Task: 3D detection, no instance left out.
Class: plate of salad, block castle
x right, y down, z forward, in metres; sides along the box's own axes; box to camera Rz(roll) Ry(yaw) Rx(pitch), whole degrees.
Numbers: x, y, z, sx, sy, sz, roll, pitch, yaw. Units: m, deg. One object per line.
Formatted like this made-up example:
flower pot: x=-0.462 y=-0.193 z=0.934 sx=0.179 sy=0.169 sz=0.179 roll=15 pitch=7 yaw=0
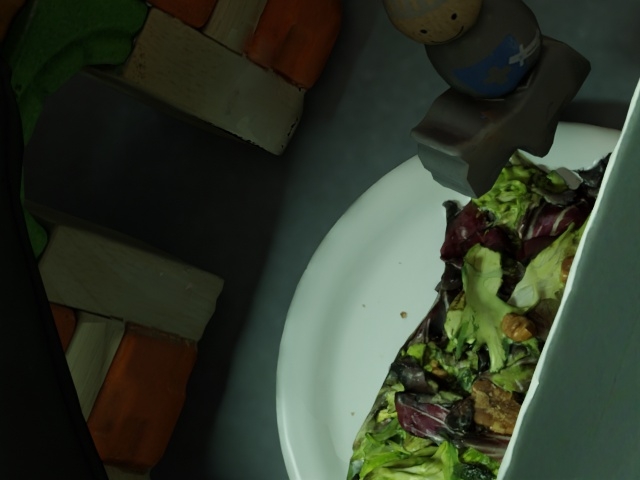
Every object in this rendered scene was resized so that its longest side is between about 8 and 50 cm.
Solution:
plate of salad: x=0.077 y=0.055 z=0.609 sx=0.199 sy=0.048 sz=0.200 roll=-1 pitch=85 yaw=16
block castle: x=0.000 y=0.000 z=0.505 sx=0.303 sy=0.213 sz=0.453 roll=22 pitch=90 yaw=33

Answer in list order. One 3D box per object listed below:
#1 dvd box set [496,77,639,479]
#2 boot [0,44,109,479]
dvd box set: x=0.266 y=-0.004 z=0.419 sx=0.420 sy=0.062 sz=0.308 roll=20 pitch=91 yaw=-26
boot: x=-0.209 y=0.081 z=0.387 sx=0.377 sy=0.138 sz=0.284 roll=-28 pitch=67 yaw=3
